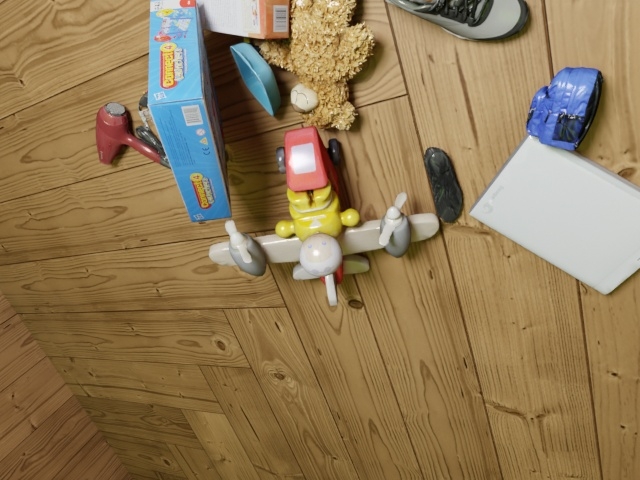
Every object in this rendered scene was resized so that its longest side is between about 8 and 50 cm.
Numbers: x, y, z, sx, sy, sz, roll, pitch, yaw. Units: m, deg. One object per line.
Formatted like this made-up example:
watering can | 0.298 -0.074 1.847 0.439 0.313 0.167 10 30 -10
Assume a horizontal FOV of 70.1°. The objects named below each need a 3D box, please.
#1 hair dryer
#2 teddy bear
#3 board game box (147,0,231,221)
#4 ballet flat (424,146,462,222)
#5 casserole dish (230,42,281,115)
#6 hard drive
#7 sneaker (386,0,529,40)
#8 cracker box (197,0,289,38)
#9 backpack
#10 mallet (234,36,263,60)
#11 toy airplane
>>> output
hair dryer | -0.500 -0.258 1.209 0.293 0.080 0.223 -6 117 30
teddy bear | -0.008 -0.374 0.865 0.245 0.113 0.338 29 128 11
board game box | -0.249 -0.247 0.895 0.086 0.302 0.308 -9 146 -7
ballet flat | 0.255 -0.114 0.943 0.057 0.049 0.173 -18 118 5
casserole dish | -0.126 -0.331 0.936 0.037 0.188 0.114 -38 79 -5
hard drive | 0.473 -0.049 0.865 0.307 0.040 0.203 32 129 6
sneaker | 0.202 -0.389 0.738 0.271 0.108 0.100 19 127 -1
cracker box | -0.157 -0.473 0.855 0.232 0.067 0.155 27 126 35
backpack | 0.403 -0.224 0.754 0.101 0.098 0.120 18 127 21
mallet | -0.148 -0.458 0.934 0.062 0.039 0.189 15 121 20
toy airplane | 0.000 0.000 0.987 0.384 0.272 0.386 31 117 -18
